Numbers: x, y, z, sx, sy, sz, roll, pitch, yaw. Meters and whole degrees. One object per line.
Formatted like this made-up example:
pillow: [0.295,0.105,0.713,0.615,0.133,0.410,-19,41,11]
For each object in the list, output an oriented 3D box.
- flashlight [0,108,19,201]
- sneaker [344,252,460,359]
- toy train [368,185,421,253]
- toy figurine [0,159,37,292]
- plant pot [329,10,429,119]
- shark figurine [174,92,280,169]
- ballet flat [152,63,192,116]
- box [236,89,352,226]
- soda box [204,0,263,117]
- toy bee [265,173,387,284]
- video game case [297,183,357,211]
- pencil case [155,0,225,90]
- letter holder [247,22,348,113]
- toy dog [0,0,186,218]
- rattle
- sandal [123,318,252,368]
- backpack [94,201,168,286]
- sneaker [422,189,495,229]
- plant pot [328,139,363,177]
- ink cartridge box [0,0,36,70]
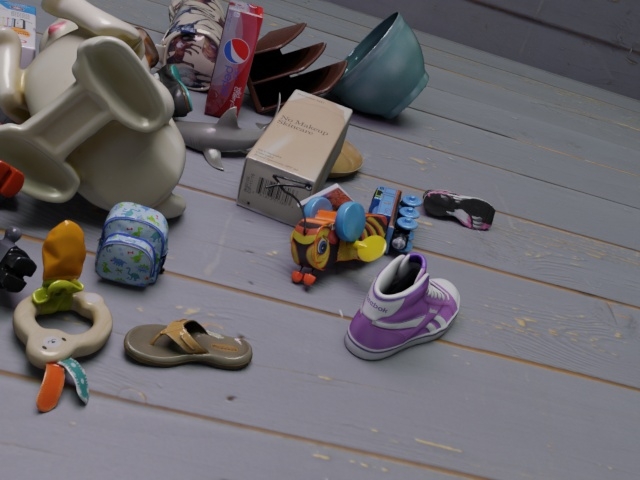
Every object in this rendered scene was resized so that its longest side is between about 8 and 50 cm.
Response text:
flashlight: [-0.560,-0.175,1.161,0.103,0.103,0.304,4,33,-29]
sneaker: [0.167,0.085,1.103,0.102,0.161,0.282,35,33,26]
toy train: [0.146,-0.042,1.376,0.105,0.080,0.184,13,33,6]
toy figurine: [-0.488,-0.017,0.853,0.148,0.210,0.213,22,33,36]
plant pot: [0.183,-0.472,1.912,0.196,0.293,0.293,41,27,-16]
shark figurine: [-0.179,-0.250,1.467,0.278,0.116,0.166,-14,47,-32]
ballet flat: [-0.357,-0.345,1.537,0.096,0.095,0.280,-16,26,-10]
box: [-0.047,-0.177,1.390,0.148,0.121,0.311,20,40,2]
soda box: [-0.206,-0.424,1.592,0.083,0.263,0.092,12,32,-13]
toy bee: [0.000,0.000,1.188,0.298,0.162,0.195,15,-3,-31]
video game case: [0.022,-0.061,1.275,0.122,0.087,0.011,36,33,-55]
pencil case: [-0.345,-0.557,1.827,0.183,0.160,0.410,23,28,-23]
letter holder: [-0.057,-0.477,1.780,0.214,0.152,0.302,-11,25,18]
toy dog: [-0.373,-0.256,1.174,0.395,0.284,0.408,34,19,-41]
rattle: [-0.316,0.093,0.846,0.130,0.143,0.200,28,20,-22]
sandal: [-0.178,0.138,0.931,0.180,0.049,0.072,9,32,-17]
backpack: [-0.283,0.008,1.014,0.105,0.114,0.084,15,31,-9]
sneaker: [0.316,-0.084,1.545,0.178,0.072,0.077,20,20,-11]
plant pot: [-0.015,-0.209,1.587,0.236,0.032,0.236,15,31,-9]
ink cartridge box: [-0.659,-0.362,1.332,0.171,0.168,0.233,4,35,-26]
